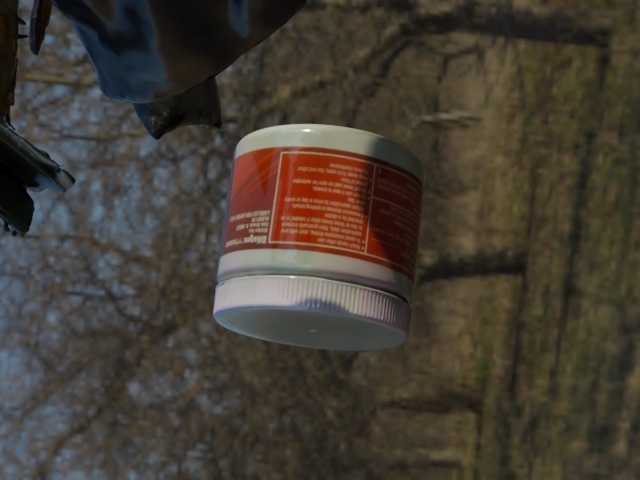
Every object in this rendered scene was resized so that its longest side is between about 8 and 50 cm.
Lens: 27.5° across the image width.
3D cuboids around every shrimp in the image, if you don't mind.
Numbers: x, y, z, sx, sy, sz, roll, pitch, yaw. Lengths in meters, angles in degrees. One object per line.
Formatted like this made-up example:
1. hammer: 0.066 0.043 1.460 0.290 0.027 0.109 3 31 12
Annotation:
1. shrimp: -0.326 -0.203 1.377 0.169 0.058 0.295 15 -98 -74

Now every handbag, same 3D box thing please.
1. handbag: -0.345 -0.129 1.073 0.079 0.260 0.247 -49 40 -3

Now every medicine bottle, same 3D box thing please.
1. medicine bottle: 0.000 0.000 1.672 0.252 0.253 0.240 90 -173 -74

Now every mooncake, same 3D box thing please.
1. mooncake: -0.133 -0.332 1.149 0.381 0.351 0.212 43 170 46

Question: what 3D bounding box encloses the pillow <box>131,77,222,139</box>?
1. pillow: -0.204 -0.247 1.627 0.249 0.106 0.186 68 -156 -2
